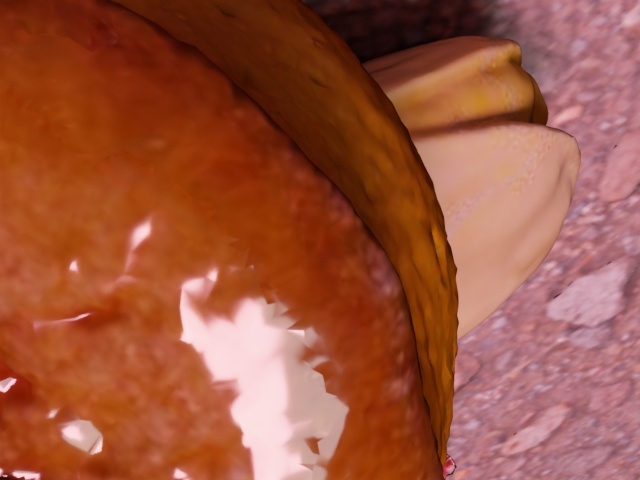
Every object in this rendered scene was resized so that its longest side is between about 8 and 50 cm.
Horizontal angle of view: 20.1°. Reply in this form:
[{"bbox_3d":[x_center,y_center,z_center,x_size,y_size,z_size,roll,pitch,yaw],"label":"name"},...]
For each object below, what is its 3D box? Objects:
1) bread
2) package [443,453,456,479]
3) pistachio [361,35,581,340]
[{"bbox_3d":[-0.094,0.039,0.546,0.312,0.172,0.312,9,123,14],"label":"bread"},{"bbox_3d":[-0.023,0.109,0.894,0.083,0.022,0.200,-41,138,25],"label":"package"},{"bbox_3d":[0.000,0.000,0.666,0.200,0.117,0.145,-23,168,9],"label":"pistachio"}]
